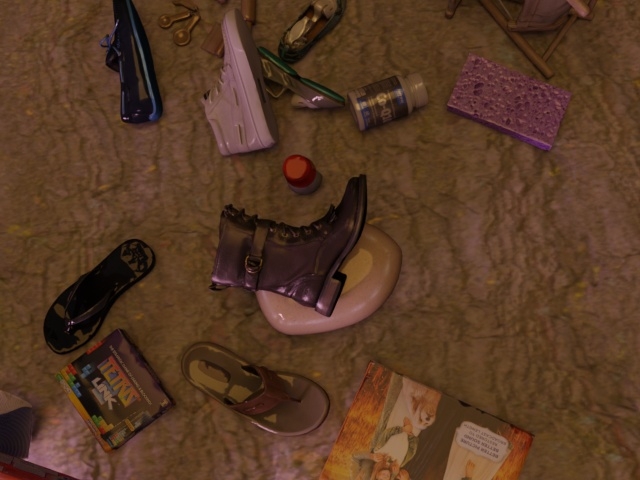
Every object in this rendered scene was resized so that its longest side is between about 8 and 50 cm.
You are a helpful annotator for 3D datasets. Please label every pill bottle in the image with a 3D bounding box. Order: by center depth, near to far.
[{"bbox_3d":[0.126,-0.262,1.471,0.137,0.078,0.078,-20,77,-1],"label":"pill bottle"}]

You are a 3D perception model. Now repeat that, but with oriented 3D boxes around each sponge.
[{"bbox_3d":[0.355,-0.261,1.482,0.210,0.031,0.117,24,80,8],"label":"sponge"}]

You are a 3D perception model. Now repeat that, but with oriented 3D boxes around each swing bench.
[{"bbox_3d":[0.375,-0.465,1.413,0.255,0.253,0.165,35,81,9],"label":"swing bench"}]

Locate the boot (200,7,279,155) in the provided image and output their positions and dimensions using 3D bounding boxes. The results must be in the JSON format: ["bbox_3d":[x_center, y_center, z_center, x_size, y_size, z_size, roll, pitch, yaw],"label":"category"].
[{"bbox_3d":[-0.170,-0.285,1.454,0.123,0.095,0.258,-13,96,15],"label":"boot"}]

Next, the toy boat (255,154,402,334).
[{"bbox_3d":[0.000,0.000,1.401,0.267,0.148,0.318,-15,85,5],"label":"toy boat"}]

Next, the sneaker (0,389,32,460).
[{"bbox_3d":[-0.667,0.309,1.368,0.315,0.182,0.127,10,79,-25],"label":"sneaker"}]

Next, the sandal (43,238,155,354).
[{"bbox_3d":[-0.412,0.094,1.433,0.097,0.054,0.254,39,82,10],"label":"sandal"}]

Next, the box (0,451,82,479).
[{"bbox_3d":[-0.436,0.455,1.261,0.300,0.154,0.142,25,79,-14],"label":"box"}]

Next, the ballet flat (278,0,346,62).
[{"bbox_3d":[-0.013,-0.424,1.522,0.070,0.070,0.188,34,81,10],"label":"ballet flat"}]

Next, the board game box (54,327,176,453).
[{"bbox_3d":[-0.363,0.265,1.397,0.141,0.048,0.170,-38,78,-4],"label":"board game box"}]

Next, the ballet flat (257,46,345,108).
[{"bbox_3d":[-0.052,-0.291,1.502,0.213,0.072,0.068,34,109,10],"label":"ballet flat"}]

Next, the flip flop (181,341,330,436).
[{"bbox_3d":[-0.119,0.255,1.369,0.277,0.080,0.112,25,80,8],"label":"flip flop"}]

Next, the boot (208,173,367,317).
[{"bbox_3d":[-0.054,-0.012,1.287,0.229,0.091,0.263,19,91,6],"label":"boot"}]

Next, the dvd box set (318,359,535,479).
[{"bbox_3d":[0.136,0.454,1.321,0.308,0.062,0.420,24,80,8],"label":"dvd box set"}]

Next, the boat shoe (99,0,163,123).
[{"bbox_3d":[-0.374,-0.350,1.505,0.089,0.109,0.258,-15,75,3],"label":"boat shoe"}]

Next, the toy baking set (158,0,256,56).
[{"bbox_3d":[-0.221,-0.488,1.563,0.197,0.030,0.256,4,78,4],"label":"toy baking set"}]
